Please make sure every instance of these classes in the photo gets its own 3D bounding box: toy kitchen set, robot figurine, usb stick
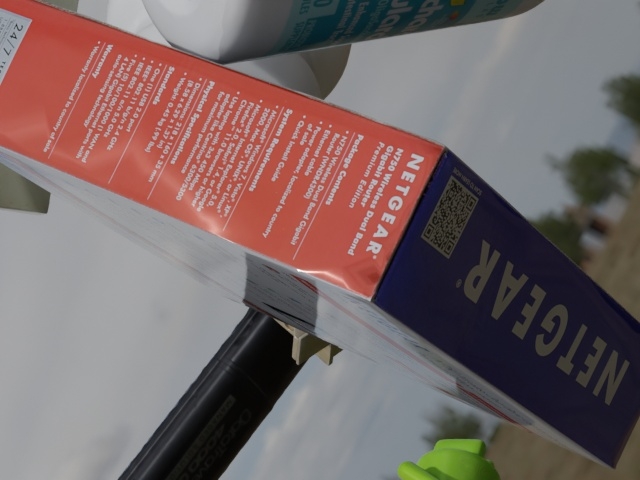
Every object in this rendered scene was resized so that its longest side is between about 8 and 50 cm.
[{"bbox_3d":[-0.016,0.048,1.451,0.068,0.075,0.083,-33,-31,-30],"label":"toy kitchen set"},{"bbox_3d":[0.094,0.200,1.433,0.101,0.067,0.115,67,-148,-41],"label":"robot figurine"},{"bbox_3d":[-0.101,0.165,1.629,0.278,0.045,0.077,-53,-54,-19],"label":"usb stick"}]

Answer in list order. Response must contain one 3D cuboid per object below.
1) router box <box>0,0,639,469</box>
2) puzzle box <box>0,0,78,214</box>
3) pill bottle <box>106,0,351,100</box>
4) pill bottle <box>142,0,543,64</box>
[{"bbox_3d":[0.000,0.000,1.086,0.335,0.301,0.082,36,-101,-57],"label":"router box"},{"bbox_3d":[-0.407,-0.183,1.599,0.052,0.409,0.272,175,104,-75],"label":"puzzle box"},{"bbox_3d":[-0.069,-0.228,1.678,0.210,0.210,0.363,111,172,-50],"label":"pill bottle"},{"bbox_3d":[0.038,-0.182,1.039,0.264,0.146,0.146,-12,-34,-27],"label":"pill bottle"}]
